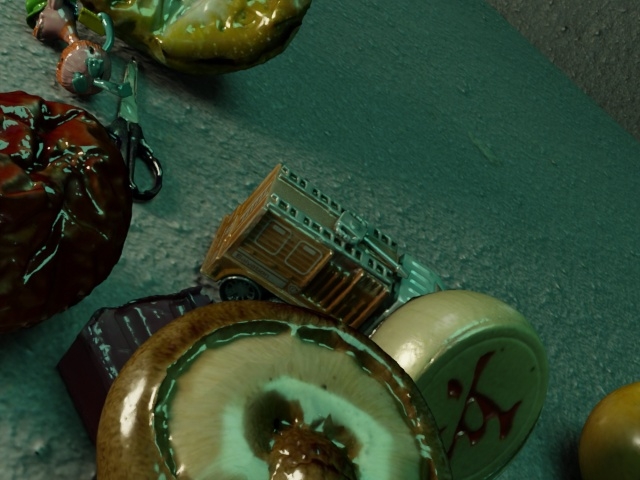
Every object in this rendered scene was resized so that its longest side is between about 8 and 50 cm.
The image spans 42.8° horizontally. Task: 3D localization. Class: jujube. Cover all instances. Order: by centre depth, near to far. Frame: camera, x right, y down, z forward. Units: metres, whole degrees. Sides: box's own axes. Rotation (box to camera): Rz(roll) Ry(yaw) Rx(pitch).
[{"bbox_3d":[-0.287,-0.022,0.739,0.213,0.213,0.232,45,37,2],"label":"jujube"}]

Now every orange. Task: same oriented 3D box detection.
[{"bbox_3d":[-0.212,-0.394,1.216,0.368,0.271,0.210,32,-9,-20],"label":"orange"}]

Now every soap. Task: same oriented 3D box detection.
[{"bbox_3d":[-0.128,0.175,0.771,0.162,0.099,0.250,-5,55,-50],"label":"soap"}]

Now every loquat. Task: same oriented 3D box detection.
[{"bbox_3d":[0.499,0.331,1.174,0.263,0.263,0.263,29,35,-23],"label":"loquat"}]

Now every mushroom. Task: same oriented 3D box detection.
[{"bbox_3d":[-0.030,0.181,0.645,0.296,0.163,0.278,22,34,-13],"label":"mushroom"}]

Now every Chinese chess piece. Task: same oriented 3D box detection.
[{"bbox_3d":[0.148,0.178,0.943,0.249,0.250,0.103,17,10,-36],"label":"Chinese chess piece"}]

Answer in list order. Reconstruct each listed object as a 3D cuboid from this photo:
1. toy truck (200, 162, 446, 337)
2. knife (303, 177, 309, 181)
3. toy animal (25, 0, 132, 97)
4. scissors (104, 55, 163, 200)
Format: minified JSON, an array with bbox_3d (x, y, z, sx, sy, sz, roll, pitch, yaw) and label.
[{"bbox_3d":[0.022,0.048,1.017,0.305,0.162,0.136,34,35,-13],"label":"toy truck"},{"bbox_3d":[0.000,0.000,1.191,0.035,0.018,0.247,20,40,-38],"label":"knife"},{"bbox_3d":[-0.309,-0.256,1.064,0.103,0.100,0.208,-25,52,-16],"label":"toy animal"},{"bbox_3d":[-0.256,-0.165,1.093,0.109,0.022,0.300,28,35,-31],"label":"scissors"}]
